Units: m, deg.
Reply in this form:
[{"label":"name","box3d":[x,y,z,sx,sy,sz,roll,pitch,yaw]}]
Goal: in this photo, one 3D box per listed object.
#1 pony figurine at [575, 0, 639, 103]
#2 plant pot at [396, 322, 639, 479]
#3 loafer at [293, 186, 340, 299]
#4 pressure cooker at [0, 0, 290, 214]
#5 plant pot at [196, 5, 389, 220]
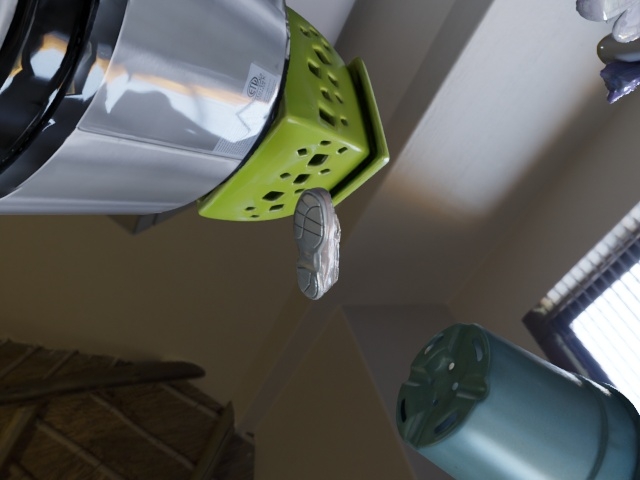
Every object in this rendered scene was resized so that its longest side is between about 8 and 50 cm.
[{"label":"pony figurine","box3d":[0.402,-0.188,0.479,0.302,0.351,0.363,57,-173,-10]},{"label":"plant pot","box3d":[0.346,0.343,1.049,0.334,0.341,0.341,33,-147,-14]},{"label":"loafer","box3d":[0.000,0.000,0.548,0.039,0.125,0.045,-27,-136,-37]},{"label":"pressure cooker","box3d":[-0.252,-0.203,0.455,0.420,0.376,0.369,-11,-90,-71]},{"label":"plant pot","box3d":[-0.041,-0.158,0.794,0.207,0.228,0.227,14,-127,-37]}]
